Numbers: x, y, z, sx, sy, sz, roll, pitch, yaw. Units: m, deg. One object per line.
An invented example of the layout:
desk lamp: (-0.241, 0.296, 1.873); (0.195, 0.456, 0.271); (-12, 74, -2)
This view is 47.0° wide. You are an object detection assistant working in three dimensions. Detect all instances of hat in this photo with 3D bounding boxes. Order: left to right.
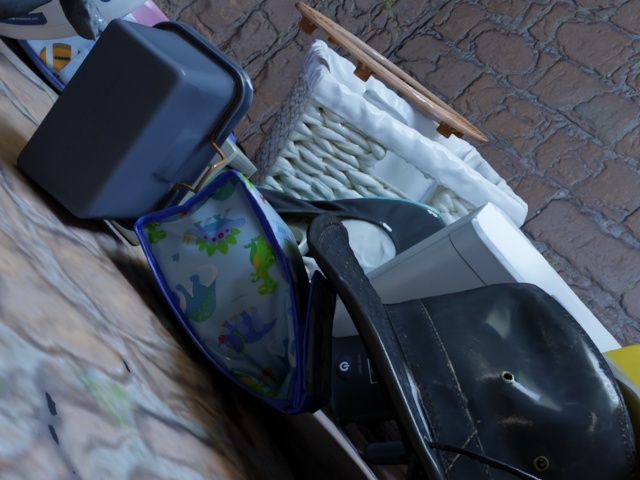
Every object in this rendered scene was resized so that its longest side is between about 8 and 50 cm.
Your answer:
hat: (0.110, 0.113, 0.448); (0.331, 0.134, 0.331); (-22, 90, -87)

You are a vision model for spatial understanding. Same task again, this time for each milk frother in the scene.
milk frother: (0.088, 0.144, 0.695); (0.143, 0.134, 0.129); (30, 51, -73)

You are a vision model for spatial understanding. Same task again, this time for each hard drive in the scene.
hard drive: (0.134, 0.120, 0.781); (0.233, 0.047, 0.353); (48, -34, -4)

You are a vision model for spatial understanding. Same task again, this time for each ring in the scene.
ring: (0.099, -0.234, 1.062); (0.336, 0.032, 0.336); (34, 17, -12)

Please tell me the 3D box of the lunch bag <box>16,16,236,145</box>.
lunch bag: (-0.247, -0.207, 0.871); (0.303, 0.115, 0.243); (49, -2, -40)

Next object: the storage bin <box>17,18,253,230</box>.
storage bin: (-0.113, -0.067, 0.454); (0.098, 0.135, 0.091); (40, 11, 4)

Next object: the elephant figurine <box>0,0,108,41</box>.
elephant figurine: (-0.206, -0.162, 0.330); (0.239, 0.186, 0.169); (-108, -159, -63)

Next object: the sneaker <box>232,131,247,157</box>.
sneaker: (-0.176, -0.120, 1.140); (0.286, 0.109, 0.130); (89, 4, -67)

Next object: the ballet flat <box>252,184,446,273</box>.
ballet flat: (0.000, 0.000, 0.847); (0.096, 0.280, 0.095); (-70, 160, -44)

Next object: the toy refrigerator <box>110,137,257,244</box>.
toy refrigerator: (-0.124, -0.063, 0.649); (0.094, 0.102, 0.269); (48, 0, -4)

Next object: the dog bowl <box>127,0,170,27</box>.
dog bowl: (-0.351, -0.355, 1.143); (0.408, 0.150, 0.408); (48, 1, -1)

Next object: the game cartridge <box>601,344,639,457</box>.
game cartridge: (0.223, 0.239, 0.348); (0.324, 0.052, 0.285); (-106, -175, -75)

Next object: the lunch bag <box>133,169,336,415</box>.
lunch bag: (-0.040, 0.045, 0.488); (0.151, 0.096, 0.129); (63, 2, 13)

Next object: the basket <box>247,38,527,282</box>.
basket: (0.061, -0.077, 1.070); (0.328, 0.266, 0.331); (31, 19, -14)

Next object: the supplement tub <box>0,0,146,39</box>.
supplement tub: (-0.244, -0.337, 0.539); (0.235, 0.235, 0.325); (48, -13, 22)
